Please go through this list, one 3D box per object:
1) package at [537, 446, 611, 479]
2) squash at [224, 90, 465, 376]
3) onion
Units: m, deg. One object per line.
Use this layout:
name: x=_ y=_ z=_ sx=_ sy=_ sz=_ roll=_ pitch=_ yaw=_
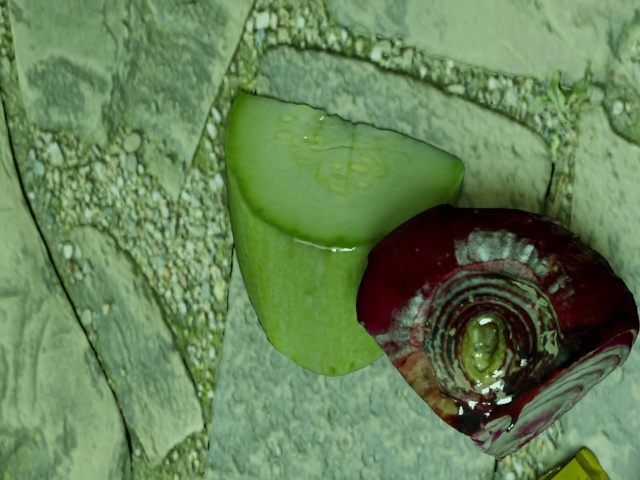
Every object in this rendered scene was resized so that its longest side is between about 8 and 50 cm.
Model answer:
package: x=0.219 y=0.254 z=1.384 sx=0.131 sy=0.047 sz=0.071 roll=-33 pitch=86 yaw=-8
squash: x=0.000 y=0.000 z=1.456 sx=0.236 sy=0.155 sz=0.204 roll=17 pitch=59 yaw=13
onion: x=0.157 y=0.062 z=1.333 sx=0.207 sy=0.216 sz=0.206 roll=-39 pitch=73 yaw=-1
